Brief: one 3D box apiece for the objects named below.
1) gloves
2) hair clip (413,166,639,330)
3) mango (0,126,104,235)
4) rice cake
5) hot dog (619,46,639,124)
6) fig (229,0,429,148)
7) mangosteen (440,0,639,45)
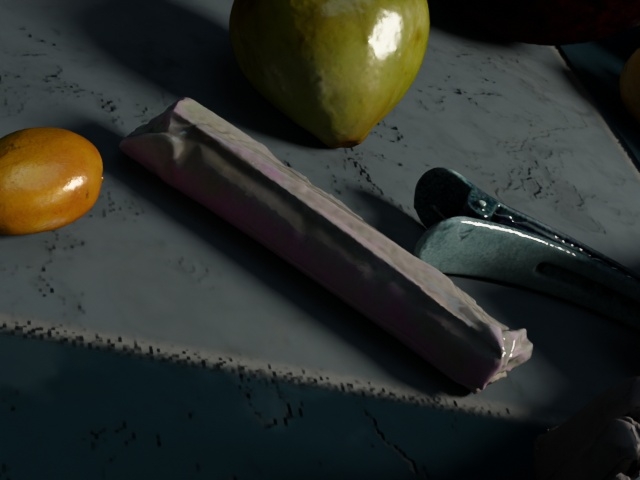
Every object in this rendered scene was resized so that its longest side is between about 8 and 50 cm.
[{"bbox_3d":[0.174,0.123,0.593,0.142,0.119,0.285,29,15,24],"label":"gloves"},{"bbox_3d":[0.186,0.033,0.798,0.275,0.048,0.083,23,27,-10],"label":"hair clip"},{"bbox_3d":[-0.153,-0.029,0.629,0.089,0.046,0.060,-22,53,-36],"label":"mango"},{"bbox_3d":[0.000,-0.001,0.700,0.270,0.049,0.055,34,10,10],"label":"rice cake"},{"bbox_3d":[0.402,-0.071,1.061,0.135,0.100,0.337,-1,41,-40],"label":"hot dog"},{"bbox_3d":[0.005,-0.144,0.840,0.136,0.120,0.153,-3,47,21],"label":"fig"},{"bbox_3d":[0.219,-0.321,1.137,0.307,0.307,0.347,36,3,13],"label":"mangosteen"}]
